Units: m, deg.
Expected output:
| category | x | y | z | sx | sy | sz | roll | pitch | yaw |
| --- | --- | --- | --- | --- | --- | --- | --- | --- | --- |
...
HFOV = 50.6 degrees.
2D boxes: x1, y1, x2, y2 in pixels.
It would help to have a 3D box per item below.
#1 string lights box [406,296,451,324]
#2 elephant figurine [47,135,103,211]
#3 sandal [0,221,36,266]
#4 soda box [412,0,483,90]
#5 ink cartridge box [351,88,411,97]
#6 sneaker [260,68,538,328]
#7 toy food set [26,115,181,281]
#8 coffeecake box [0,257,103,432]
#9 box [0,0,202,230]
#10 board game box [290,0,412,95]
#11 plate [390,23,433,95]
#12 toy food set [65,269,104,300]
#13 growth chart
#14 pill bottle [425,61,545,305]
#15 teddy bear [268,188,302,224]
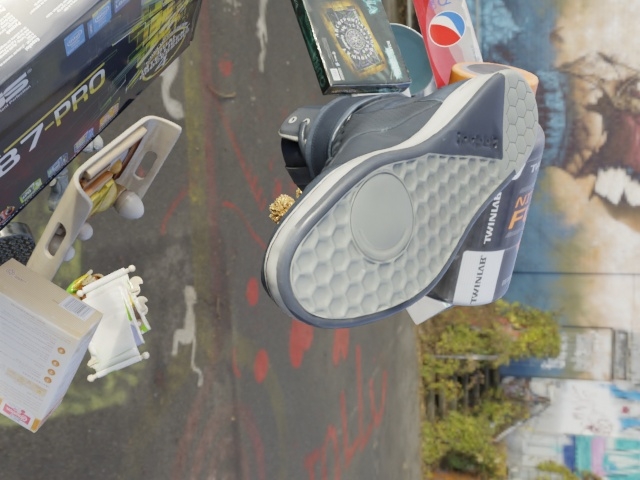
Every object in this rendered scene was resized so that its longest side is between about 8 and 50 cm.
| category | x | y | z | sx | sy | sz | roll | pitch | yaw |
| --- | --- | --- | --- | --- | --- | --- | --- | --- | --- |
| string lights box | 0.240 | 0.086 | 1.437 | 0.133 | 0.077 | 0.260 | 60 | 26 | 12 |
| elephant figurine | -0.683 | -0.222 | 1.711 | 0.169 | 0.239 | 0.185 | 22 | 40 | -52 |
| sandal | -0.795 | 0.058 | 1.742 | 0.107 | 0.168 | 0.445 | 61 | -32 | 19 |
| soda box | 0.208 | -0.376 | 1.138 | 0.092 | 0.084 | 0.263 | 14 | 61 | -70 |
| ink cartridge box | 0.104 | -0.297 | 1.250 | 0.237 | 0.100 | 0.171 | -92 | 163 | -59 |
| sneaker | 0.012 | -0.029 | 0.420 | 0.226 | 0.164 | 0.086 | -38 | 118 | -37 |
| toy food set | -0.358 | -0.066 | 1.154 | 0.219 | 0.092 | 0.306 | -48 | -171 | 34 |
| coffeecake box | -0.393 | 0.141 | 0.896 | 0.185 | 0.142 | 0.068 | -57 | -178 | 26 |
| box | -0.275 | -0.191 | 0.719 | 0.395 | 0.097 | 0.318 | -51 | -176 | -21 |
| board game box | 0.033 | -0.272 | 0.861 | 0.026 | 0.126 | 0.186 | -38 | -115 | 56 |
| plate | 0.187 | -0.431 | 1.612 | 0.024 | 0.188 | 0.188 | -55 | 144 | -40 |
| toy food set | -0.622 | 0.137 | 1.776 | 0.132 | 0.192 | 0.038 | -51 | 128 | -13 |
| growth chart | -0.470 | 0.184 | 1.545 | 0.021 | 0.172 | 0.237 | 64 | 9 | -71 |
| pill bottle | 0.163 | -0.063 | 0.731 | 0.130 | 0.131 | 0.245 | -60 | 158 | -60 |
| teddy bear | 0.000 | 0.000 | 1.850 | 0.113 | 0.245 | 0.337 | 133 | -55 | -67 |
